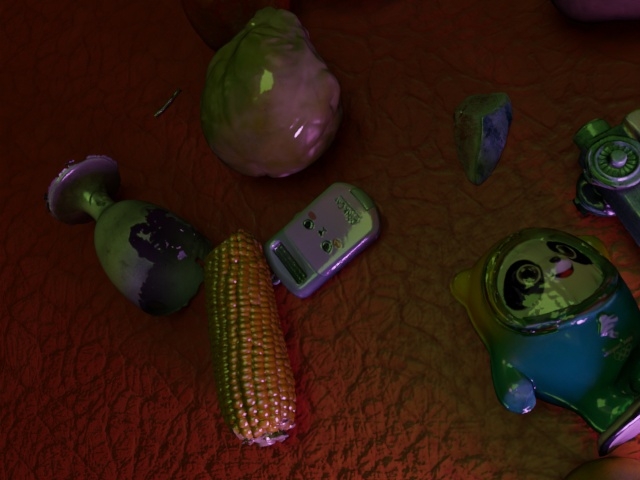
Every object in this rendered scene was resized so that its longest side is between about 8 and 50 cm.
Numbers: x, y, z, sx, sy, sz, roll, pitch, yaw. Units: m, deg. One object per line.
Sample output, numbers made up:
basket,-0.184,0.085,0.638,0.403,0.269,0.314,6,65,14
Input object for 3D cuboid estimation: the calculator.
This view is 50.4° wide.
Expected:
calculator,0.000,0.000,1.276,0.246,0.045,0.141,-40,65,5

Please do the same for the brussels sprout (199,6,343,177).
brussels sprout,-0.088,-0.263,1.281,0.274,0.243,0.316,41,111,43

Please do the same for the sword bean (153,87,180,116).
sword bean,-0.338,-0.304,1.503,0.012,0.012,0.083,41,89,25

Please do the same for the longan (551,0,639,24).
longan,0.514,-0.471,1.146,0.246,0.246,0.215,28,71,24

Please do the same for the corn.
corn,-0.135,0.173,1.220,0.144,0.144,0.387,-20,68,13

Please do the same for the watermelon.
watermelon,0.287,-0.194,1.232,0.094,0.081,0.180,-14,62,42

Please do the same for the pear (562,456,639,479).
pear,0.423,0.402,0.921,0.209,0.209,0.209,-6,73,18

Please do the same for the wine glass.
wine glass,-0.371,-0.011,1.336,0.357,0.190,0.190,37,89,28

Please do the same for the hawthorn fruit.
hawthorn fruit,-0.178,-0.494,1.365,0.210,0.262,0.210,-8,67,20

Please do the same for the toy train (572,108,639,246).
toy train,0.568,-0.051,1.036,0.253,0.160,0.397,-29,67,2

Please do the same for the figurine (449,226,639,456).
figurine,0.366,0.129,1.024,0.324,0.231,0.340,-28,56,-17
